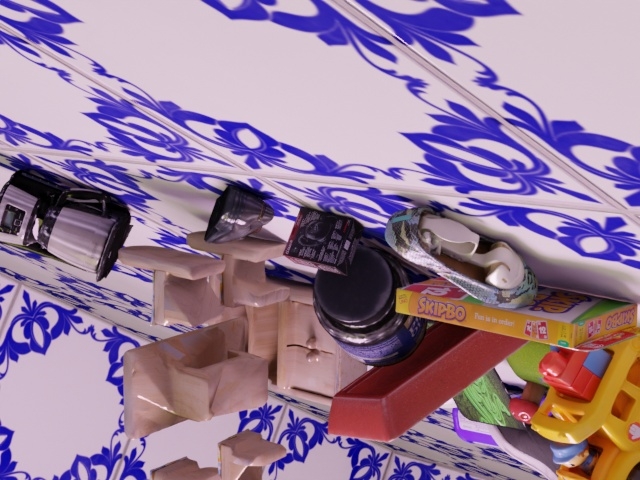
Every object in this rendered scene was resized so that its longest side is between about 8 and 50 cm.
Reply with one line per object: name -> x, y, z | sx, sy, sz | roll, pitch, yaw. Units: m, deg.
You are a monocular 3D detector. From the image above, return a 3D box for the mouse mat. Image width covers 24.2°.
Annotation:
mouse mat -> 0.214, 0.194, 2.160 | 0.153, 0.007, 0.189 | 1, 126, 59

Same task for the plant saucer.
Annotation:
plant saucer -> 0.136, 0.163, 1.912 | 0.047, 0.258, 0.259 | 58, 163, -6

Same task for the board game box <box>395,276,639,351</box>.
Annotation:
board game box -> 0.220, 0.076, 1.621 | 0.259, 0.039, 0.124 | 14, -163, 41

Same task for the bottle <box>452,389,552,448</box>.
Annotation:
bottle -> 0.335, 0.299, 2.453 | 0.118, 0.092, 0.283 | -12, -175, -28

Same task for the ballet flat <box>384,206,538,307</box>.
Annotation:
ballet flat -> 0.156, 0.017, 1.524 | 0.188, 0.070, 0.070 | 21, 170, -21

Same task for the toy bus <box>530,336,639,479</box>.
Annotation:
toy bus -> 0.323, 0.203, 1.741 | 0.211, 0.220, 0.149 | 32, 170, -25

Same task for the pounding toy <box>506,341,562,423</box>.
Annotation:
pounding toy -> 0.337, 0.204, 1.976 | 0.237, 0.110, 0.183 | 21, 169, -1

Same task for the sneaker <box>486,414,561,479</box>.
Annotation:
sneaker -> 0.349, 0.264, 2.143 | 0.105, 0.146, 0.296 | 4, -162, -30

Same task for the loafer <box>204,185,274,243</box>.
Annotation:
loafer -> -0.100, -0.022, 1.797 | 0.061, 0.062, 0.170 | 17, 171, -10

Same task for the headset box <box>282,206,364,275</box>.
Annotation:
headset box -> 0.000, 0.000, 1.709 | 0.083, 0.062, 0.032 | 12, 166, 34

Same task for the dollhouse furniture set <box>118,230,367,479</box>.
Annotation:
dollhouse furniture set -> -0.151, 0.163, 2.072 | 0.256, 0.362, 0.394 | 10, -165, 37

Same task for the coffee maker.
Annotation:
coffee maker -> -0.374, -0.019, 2.142 | 0.178, 0.120, 0.171 | 21, 170, 0

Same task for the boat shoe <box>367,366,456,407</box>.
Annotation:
boat shoe -> 0.161, 0.225, 2.531 | 0.219, 0.077, 0.070 | 12, -160, 13

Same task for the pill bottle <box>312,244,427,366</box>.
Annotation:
pill bottle -> 0.058, 0.078, 1.825 | 0.123, 0.122, 0.219 | 17, 169, 15
